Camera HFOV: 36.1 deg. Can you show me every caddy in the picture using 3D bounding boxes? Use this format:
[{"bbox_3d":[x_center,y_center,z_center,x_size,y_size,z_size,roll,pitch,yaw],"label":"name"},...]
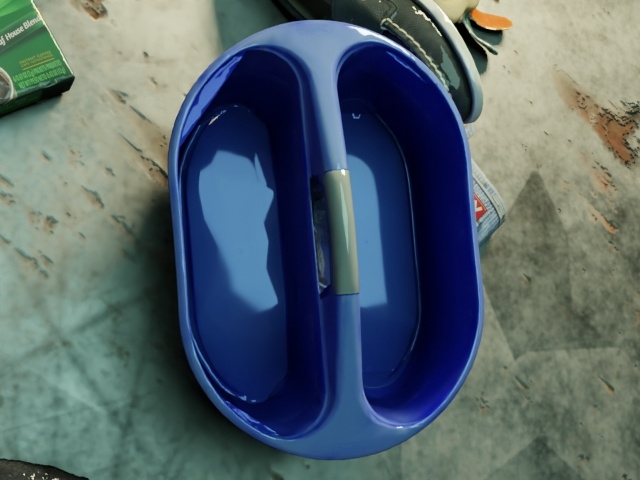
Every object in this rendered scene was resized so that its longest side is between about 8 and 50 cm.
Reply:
[{"bbox_3d":[0.000,0.000,0.792,0.241,0.179,0.341,-5,86,-13],"label":"caddy"}]

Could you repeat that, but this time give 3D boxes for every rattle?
[{"bbox_3d":[0.102,-0.266,1.046,0.199,0.142,0.130,28,51,-56],"label":"rattle"}]

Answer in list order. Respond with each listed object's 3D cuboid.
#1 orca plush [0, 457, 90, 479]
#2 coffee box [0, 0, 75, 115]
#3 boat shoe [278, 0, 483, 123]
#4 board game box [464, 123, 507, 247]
[{"bbox_3d":[-0.173,0.237,0.755,0.287,0.102,0.151,28,110,-5],"label":"orca plush"},{"bbox_3d":[-0.301,-0.192,0.824,0.113,0.040,0.184,-27,88,-29],"label":"coffee box"},{"bbox_3d":[0.031,-0.208,0.925,0.091,0.114,0.302,-29,62,-22],"label":"boat shoe"},{"bbox_3d":[0.100,-0.066,0.967,0.194,0.060,0.194,49,62,-5],"label":"board game box"}]
